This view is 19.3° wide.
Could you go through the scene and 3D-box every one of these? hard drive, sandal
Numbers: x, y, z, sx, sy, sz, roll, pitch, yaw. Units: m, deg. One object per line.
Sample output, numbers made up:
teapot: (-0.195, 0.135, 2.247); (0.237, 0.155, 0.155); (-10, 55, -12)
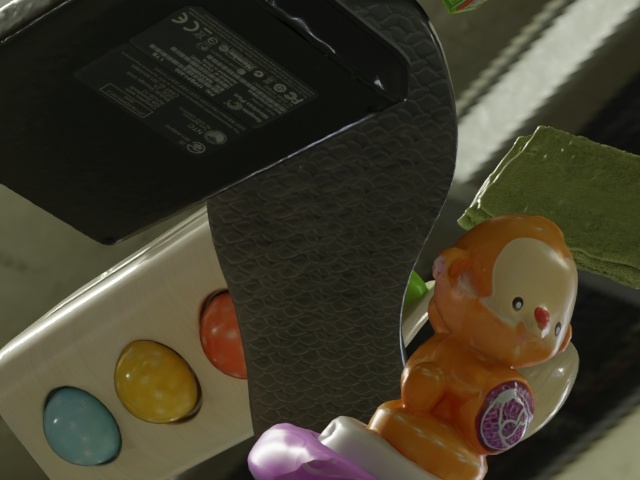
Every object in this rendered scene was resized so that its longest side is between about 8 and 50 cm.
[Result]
hard drive: (-0.054, -0.046, 0.578); (0.135, 0.022, 0.094); (-24, -44, 37)
sandal: (-0.001, 0.000, 0.775); (0.097, 0.054, 0.254); (0, -49, -6)

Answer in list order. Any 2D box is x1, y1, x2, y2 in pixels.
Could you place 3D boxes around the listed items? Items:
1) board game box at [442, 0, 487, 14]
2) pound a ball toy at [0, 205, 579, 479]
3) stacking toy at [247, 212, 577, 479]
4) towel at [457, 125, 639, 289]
board game box: (0.127, -0.216, 1.068); (0.181, 0.092, 0.043); (-33, -6, 27)
pound a ball toy: (-0.035, 0.084, 1.121); (0.319, 0.136, 0.208); (-30, -80, 41)
stacking toy: (0.006, 0.125, 0.647); (0.175, 0.166, 0.302); (32, -91, -33)
towel: (0.178, -0.023, 1.265); (0.148, 0.110, 0.027); (18, -39, 29)
